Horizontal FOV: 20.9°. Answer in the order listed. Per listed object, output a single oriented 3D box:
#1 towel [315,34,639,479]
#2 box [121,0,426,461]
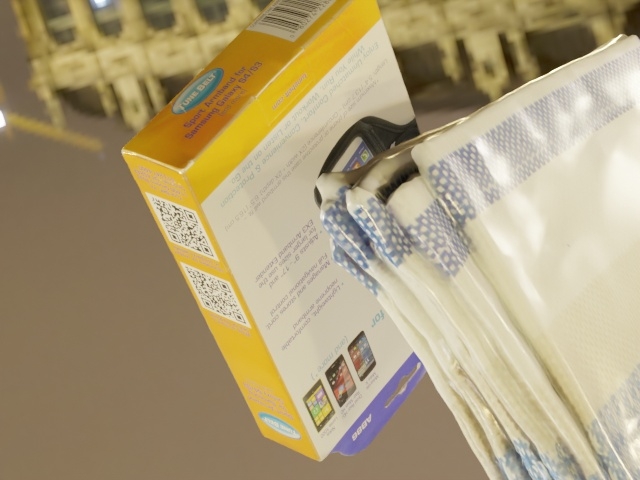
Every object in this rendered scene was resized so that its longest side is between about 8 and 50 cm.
[{"bbox_3d":[0.120,0.078,0.476,0.034,0.285,0.209,-33,180,31],"label":"towel"},{"bbox_3d":[0.000,0.000,0.501,0.028,0.136,0.081,21,-124,36],"label":"box"}]
